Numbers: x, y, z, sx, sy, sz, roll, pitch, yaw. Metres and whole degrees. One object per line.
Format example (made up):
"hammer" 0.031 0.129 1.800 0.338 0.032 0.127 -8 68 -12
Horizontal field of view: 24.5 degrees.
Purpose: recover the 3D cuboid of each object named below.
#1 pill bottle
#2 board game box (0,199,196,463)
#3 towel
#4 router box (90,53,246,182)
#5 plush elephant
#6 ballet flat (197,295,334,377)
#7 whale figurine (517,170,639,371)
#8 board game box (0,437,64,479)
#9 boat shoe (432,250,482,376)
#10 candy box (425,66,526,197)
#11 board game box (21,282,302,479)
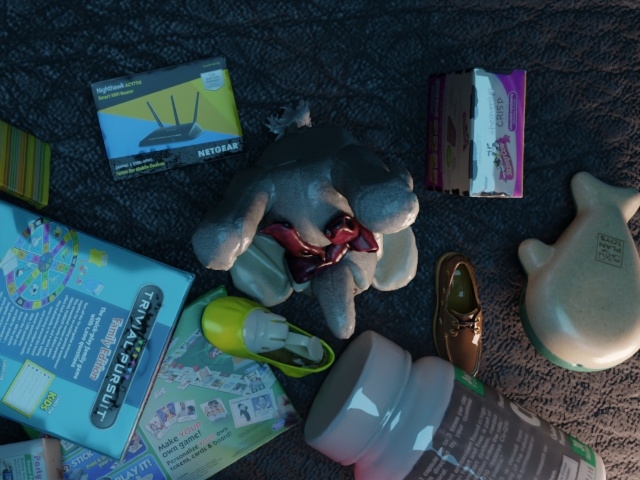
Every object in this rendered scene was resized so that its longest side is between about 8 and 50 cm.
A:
"pill bottle" 0.173 0.280 1.933 0.361 0.204 0.204 31 89 -11
"board game box" -0.359 0.101 1.866 0.336 0.079 0.254 22 86 -2
"towel" -0.435 -0.123 1.822 0.237 0.021 0.102 27 45 -38
"router box" -0.198 -0.159 1.920 0.179 0.046 0.133 -14 96 -8
"plush elephant" 0.000 0.000 1.874 0.271 0.330 0.255 -15 119 5
"ballet flat" -0.060 0.124 1.889 0.231 0.077 0.077 30 65 -51
"whale figurine" 0.359 0.047 2.001 0.216 0.141 0.272 16 67 -10
"board game box" -0.469 0.379 1.842 0.303 0.097 0.224 -9 81 2
"boat shoe" 0.187 0.104 1.995 0.064 0.060 0.178 -5 95 -9
"candy box" 0.196 -0.137 1.891 0.071 0.233 0.159 1 94 -9
"board game box" -0.213 0.227 1.947 0.317 0.046 0.213 -30 97 -6
